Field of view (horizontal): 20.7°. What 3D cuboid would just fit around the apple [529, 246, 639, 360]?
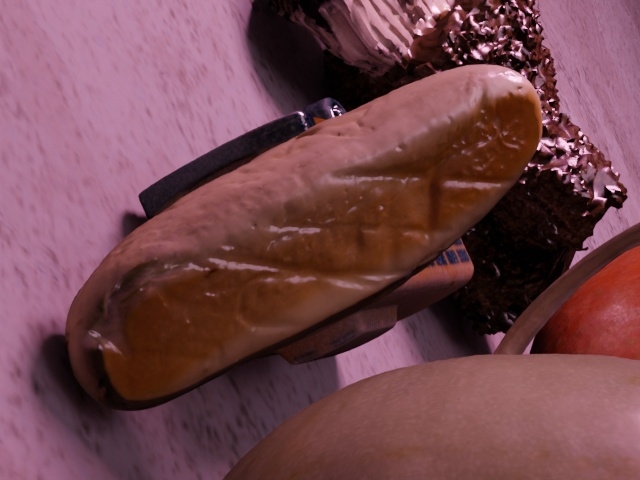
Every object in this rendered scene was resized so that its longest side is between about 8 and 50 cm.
[{"bbox_3d":[0.255,0.107,1.118,0.253,0.253,0.253,53,22,-32],"label":"apple"}]

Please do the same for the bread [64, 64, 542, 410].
[{"bbox_3d":[-0.006,-0.005,0.667,0.053,0.214,0.073,25,-41,54],"label":"bread"}]

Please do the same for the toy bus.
[{"bbox_3d":[0.000,0.000,0.795,0.103,0.091,0.182,66,17,7],"label":"toy bus"}]

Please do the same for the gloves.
[{"bbox_3d":[0.085,-0.084,1.064,0.312,0.135,0.210,57,13,-31],"label":"gloves"}]

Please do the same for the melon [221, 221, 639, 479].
[{"bbox_3d":[0.063,0.170,0.494,0.272,0.272,0.308,52,15,-34],"label":"melon"}]
